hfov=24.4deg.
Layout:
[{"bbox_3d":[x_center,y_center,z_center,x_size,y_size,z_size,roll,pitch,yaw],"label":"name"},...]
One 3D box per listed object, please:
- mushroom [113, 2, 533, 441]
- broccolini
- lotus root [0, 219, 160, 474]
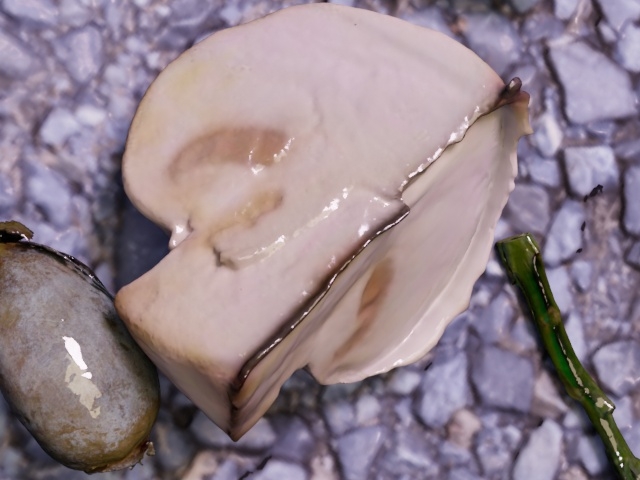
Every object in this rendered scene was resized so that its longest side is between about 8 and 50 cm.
[{"bbox_3d":[-0.013,-0.011,0.852,0.236,0.162,0.173,-45,59,-10],"label":"mushroom"},{"bbox_3d":[0.184,0.110,0.944,0.071,0.057,0.254,-39,106,-52],"label":"broccolini"},{"bbox_3d":[-0.145,0.056,0.813,0.088,0.088,0.165,-32,88,-19],"label":"lotus root"}]
